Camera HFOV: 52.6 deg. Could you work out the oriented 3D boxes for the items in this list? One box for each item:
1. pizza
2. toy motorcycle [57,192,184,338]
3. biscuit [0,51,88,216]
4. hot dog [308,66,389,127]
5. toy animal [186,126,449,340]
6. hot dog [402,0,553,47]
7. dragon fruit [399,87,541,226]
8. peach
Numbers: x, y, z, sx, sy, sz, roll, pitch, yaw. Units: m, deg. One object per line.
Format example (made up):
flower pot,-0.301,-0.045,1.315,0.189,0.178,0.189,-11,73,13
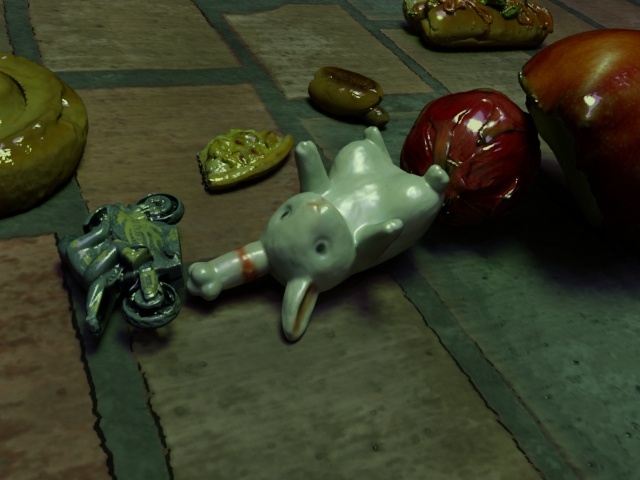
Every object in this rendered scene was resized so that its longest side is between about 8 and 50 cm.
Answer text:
pizza,-0.104,-0.115,0.846,0.099,0.035,0.160,33,42,23
toy motorcycle,-0.197,0.017,0.637,0.124,0.061,0.193,-4,42,-7
biscuit,-0.421,-0.140,0.740,0.296,0.102,0.296,9,36,-7
hot dog,0.048,-0.225,1.014,0.140,0.060,0.090,17,42,16
toy animal,0.008,-0.013,0.670,0.282,0.138,0.140,-27,58,-38
hot dog,0.340,-0.479,1.361,0.349,0.117,0.158,-8,43,-25
dragon fruit,0.188,-0.103,0.805,0.172,0.172,0.209,27,26,17
peach,0.376,-0.153,0.785,0.257,0.201,0.362,67,19,7
